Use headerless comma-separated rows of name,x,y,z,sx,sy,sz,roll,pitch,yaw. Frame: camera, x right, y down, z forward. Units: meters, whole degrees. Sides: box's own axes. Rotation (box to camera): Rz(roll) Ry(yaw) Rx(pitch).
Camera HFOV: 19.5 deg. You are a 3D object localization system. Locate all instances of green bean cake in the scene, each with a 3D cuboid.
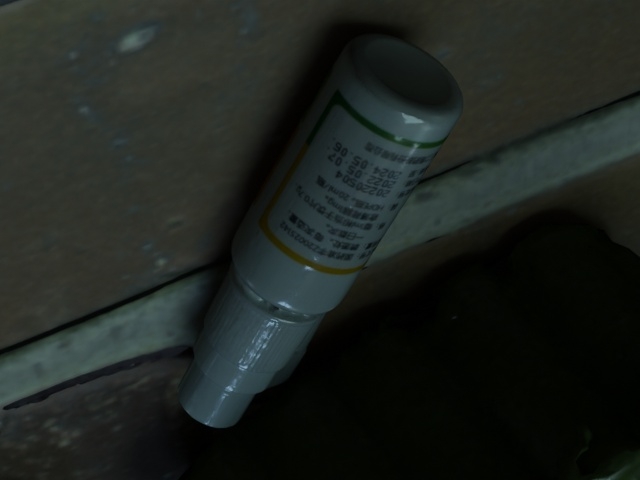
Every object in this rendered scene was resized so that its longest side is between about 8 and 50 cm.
green bean cake,0.093,0.175,1.042,0.335,0.218,0.319,-30,136,-12

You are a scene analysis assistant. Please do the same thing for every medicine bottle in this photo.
medicine bottle,0.000,0.000,0.890,0.092,0.061,0.221,-19,148,-49
